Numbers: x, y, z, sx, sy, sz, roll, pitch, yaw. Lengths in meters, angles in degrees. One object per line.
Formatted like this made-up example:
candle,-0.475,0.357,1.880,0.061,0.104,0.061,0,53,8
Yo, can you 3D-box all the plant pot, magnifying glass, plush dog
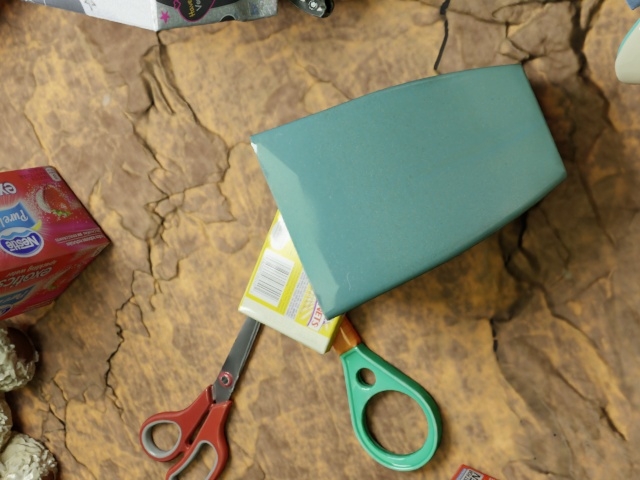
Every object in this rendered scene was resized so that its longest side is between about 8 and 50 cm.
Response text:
plant pot,0.085,-0.056,0.886,0.234,0.165,0.166,-22,91,4
magnifying glass,0.044,0.133,1.033,0.092,0.026,0.231,-34,84,26
plush dog,-0.460,0.235,1.171,0.210,0.225,0.263,-1,100,24

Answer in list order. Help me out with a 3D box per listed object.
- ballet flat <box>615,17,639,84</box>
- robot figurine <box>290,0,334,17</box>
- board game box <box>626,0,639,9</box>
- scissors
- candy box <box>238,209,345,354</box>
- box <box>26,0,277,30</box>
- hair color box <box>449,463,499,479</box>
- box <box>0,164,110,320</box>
ballet flat,0.344,-0.198,0.787,0.086,0.086,0.248,48,116,8
robot figurine,0.002,-0.355,0.918,0.211,0.085,0.291,-30,87,27
board game box,0.314,-0.282,0.776,0.201,0.035,0.136,-26,50,26
scissors,-0.103,0.174,1.115,0.109,0.021,0.297,46,114,12
candy box,0.000,0.000,1.007,0.105,0.027,0.206,25,100,14
box,-0.170,-0.290,0.921,0.247,0.142,0.163,23,121,44
hair color box,0.197,0.302,0.984,0.167,0.053,0.093,21,109,21
box,-0.369,0.014,1.066,0.128,0.257,0.123,-42,80,25
